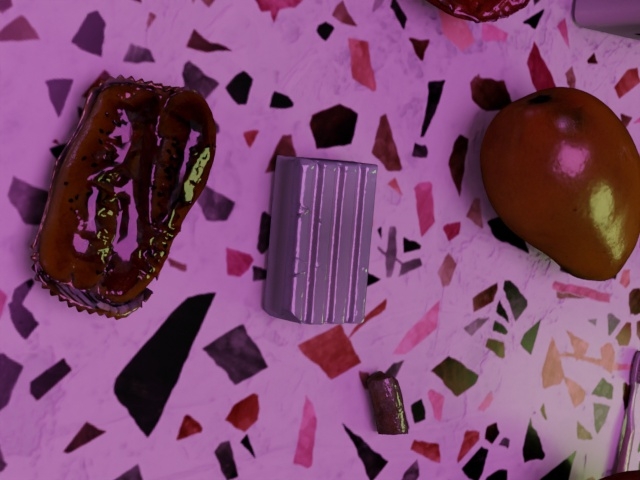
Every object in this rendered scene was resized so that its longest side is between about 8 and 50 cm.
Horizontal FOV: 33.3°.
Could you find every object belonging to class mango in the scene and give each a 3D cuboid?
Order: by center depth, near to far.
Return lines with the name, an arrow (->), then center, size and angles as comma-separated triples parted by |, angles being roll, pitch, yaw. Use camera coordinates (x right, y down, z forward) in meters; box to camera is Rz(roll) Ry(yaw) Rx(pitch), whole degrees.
mango -> 0.343, -0.074, 1.463 | 0.211, 0.173, 0.317 | -54, 128, -16

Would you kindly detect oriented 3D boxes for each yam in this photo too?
yam -> 0.088, 0.218, 1.403 | 0.043, 0.043, 0.094 | -20, 107, -31

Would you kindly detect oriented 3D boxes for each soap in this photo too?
soap -> 0.000, 0.000, 1.298 | 0.119, 0.066, 0.198 | 2, 95, -33

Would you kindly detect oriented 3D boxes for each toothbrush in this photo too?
toothbrush -> 0.489, 0.327, 1.698 | 0.025, 0.029, 0.307 | 10, 91, -42

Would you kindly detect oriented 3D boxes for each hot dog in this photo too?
hot dog -> -0.207, -0.050, 1.143 | 0.162, 0.082, 0.270 | 24, 84, -33

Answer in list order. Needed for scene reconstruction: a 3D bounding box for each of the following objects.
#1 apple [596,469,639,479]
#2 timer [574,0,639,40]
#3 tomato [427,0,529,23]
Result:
apple -> 0.464, 0.505, 1.521 | 0.348, 0.348, 0.277 | -54, 147, -16
timer -> 0.500, -0.388, 1.508 | 0.194, 0.195, 0.192 | 3, 95, -34
tomato -> 0.185, -0.390, 1.356 | 0.228, 0.101, 0.228 | -5, 101, -25
